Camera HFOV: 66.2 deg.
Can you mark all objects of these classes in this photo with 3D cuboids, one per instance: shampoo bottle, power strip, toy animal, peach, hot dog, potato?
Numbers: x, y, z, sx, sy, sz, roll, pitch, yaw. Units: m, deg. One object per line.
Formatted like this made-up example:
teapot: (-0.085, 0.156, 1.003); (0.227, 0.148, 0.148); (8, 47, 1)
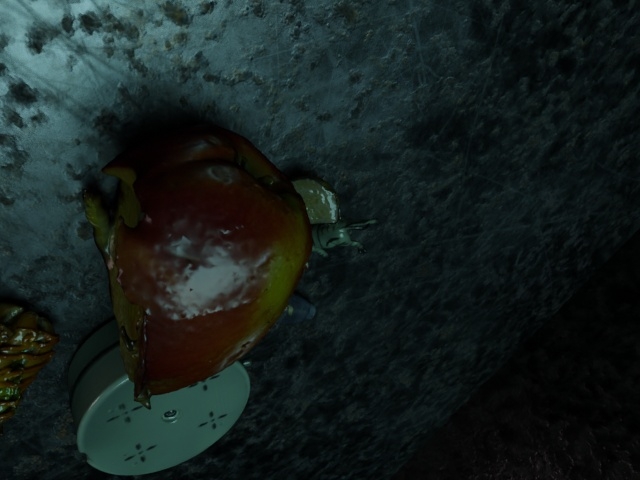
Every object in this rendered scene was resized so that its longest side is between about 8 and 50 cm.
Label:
shampoo bottle: (-0.112, 0.147, 1.102); (0.233, 0.049, 0.087); (15, 116, -39)
power strip: (-0.316, 0.300, 1.010); (0.357, 0.161, 0.358); (-18, 131, -22)
toy animal: (-0.002, -0.005, 1.015); (0.216, 0.074, 0.176); (-19, 161, 34)
peach: (-0.205, 0.046, 0.764); (0.416, 0.339, 0.353); (-47, 131, 11)
hot dog: (-0.572, 0.264, 0.786); (0.349, 0.117, 0.158); (-54, 136, -16)
potato: (-0.047, -0.081, 0.968); (0.171, 0.089, 0.101); (-6, 112, 6)
